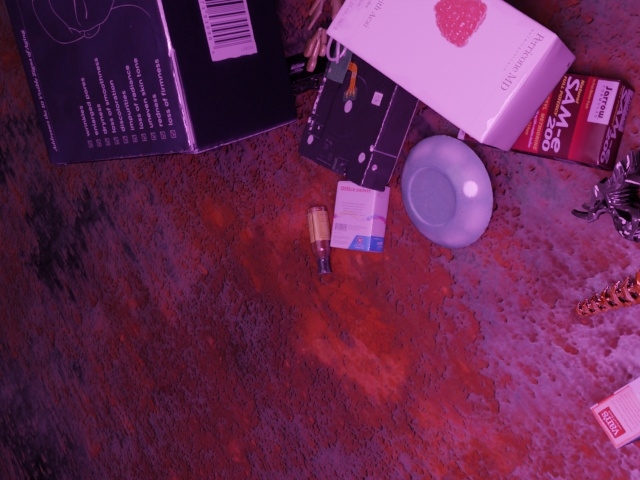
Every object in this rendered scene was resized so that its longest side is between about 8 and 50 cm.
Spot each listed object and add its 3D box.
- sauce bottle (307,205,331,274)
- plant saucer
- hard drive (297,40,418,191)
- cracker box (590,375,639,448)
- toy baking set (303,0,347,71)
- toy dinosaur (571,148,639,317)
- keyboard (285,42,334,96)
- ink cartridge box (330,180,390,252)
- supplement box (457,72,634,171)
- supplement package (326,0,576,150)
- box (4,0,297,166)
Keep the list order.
[{"bbox_3d":[0.000,0.000,1.563,0.042,0.042,0.128,-12,80,37],"label":"sauce bottle"},{"bbox_3d":[0.196,-0.076,1.378,0.195,0.037,0.195,21,120,42],"label":"plant saucer"},{"bbox_3d":[0.089,-0.278,1.462,0.237,0.064,0.339,33,108,54],"label":"hard drive"},{"bbox_3d":[0.490,0.182,1.091,0.232,0.156,0.067,-43,62,27],"label":"cracker box"},{"bbox_3d":[0.029,-0.409,1.512,0.256,0.030,0.196,-176,97,-68],"label":"toy baking set"},{"bbox_3d":[0.474,-0.013,1.134,0.322,0.164,0.218,-43,77,4],"label":"toy dinosaur"},{"bbox_3d":[-0.038,-0.322,1.632,0.192,0.038,0.100,-8,59,39],"label":"keyboard"},{"bbox_3d":[0.072,-0.044,1.503,0.088,0.052,0.122,8,92,38],"label":"ink cartridge box"},{"bbox_3d":[0.345,-0.195,1.287,0.239,0.073,0.130,17,97,37],"label":"supplement box"},{"bbox_3d":[0.193,-0.288,1.218,0.293,0.175,0.177,39,107,19],"label":"supplement package"},{"bbox_3d":[-0.346,-0.413,1.603,0.472,0.297,0.480,1,108,40],"label":"box"}]
